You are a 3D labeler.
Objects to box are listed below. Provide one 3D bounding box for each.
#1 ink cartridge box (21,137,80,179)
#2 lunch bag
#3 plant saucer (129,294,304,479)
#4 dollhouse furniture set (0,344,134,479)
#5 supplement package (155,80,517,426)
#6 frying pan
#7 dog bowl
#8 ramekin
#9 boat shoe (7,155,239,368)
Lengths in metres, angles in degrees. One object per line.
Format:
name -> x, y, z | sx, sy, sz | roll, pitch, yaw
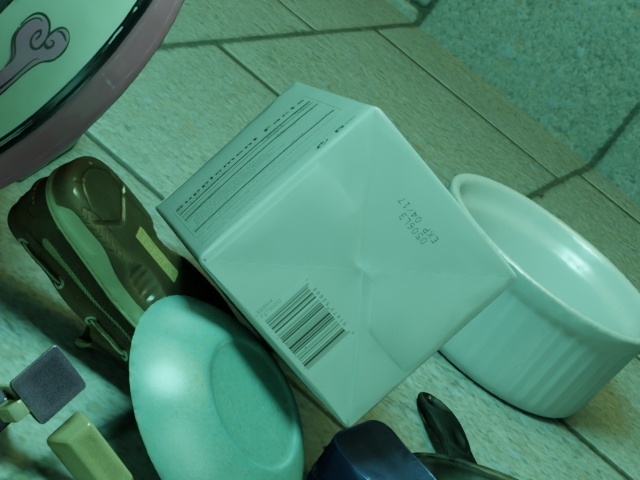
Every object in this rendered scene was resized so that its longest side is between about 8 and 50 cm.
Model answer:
ink cartridge box -> -0.305, -0.162, 1.514 | 0.208, 0.087, 0.153 | 38, 19, 0
lunch bag -> 0.036, 0.192, 1.320 | 0.067, 0.065, 0.098 | -11, 50, -45
plant saucer -> -0.061, 0.123, 1.223 | 0.195, 0.037, 0.195 | 41, 34, -37
dollhouse furniture set -> -0.191, 0.142, 1.124 | 0.114, 0.091, 0.081 | 55, -28, -15
supplement package -> 0.000, 0.000, 1.360 | 0.177, 0.175, 0.293 | 49, -3, -14
frying pan -> 0.114, 0.208, 1.441 | 0.197, 0.053, 0.326 | 14, 12, -40
dog bowl -> -0.265, -0.199, 1.243 | 0.150, 0.408, 0.408 | 47, 8, -42
ramekin -> 0.217, 0.065, 1.827 | 0.277, 0.135, 0.277 | 32, 20, -13
boat shoe -> -0.140, 0.055, 1.287 | 0.257, 0.095, 0.095 | 56, 29, -16
